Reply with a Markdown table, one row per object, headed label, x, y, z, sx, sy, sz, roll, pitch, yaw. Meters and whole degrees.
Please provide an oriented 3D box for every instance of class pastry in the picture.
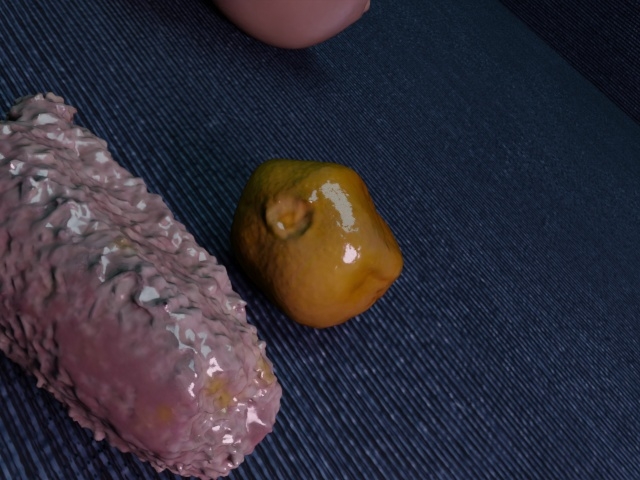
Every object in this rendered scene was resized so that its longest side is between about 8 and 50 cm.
| label | x | y | z | sx | sy | sz | roll | pitch | yaw |
| --- | --- | --- | --- | --- | --- | --- | --- | --- | --- |
| pastry | -0.130 | 0.011 | 0.380 | 0.265 | 0.103 | 0.112 | 45 | 13 | 25 |

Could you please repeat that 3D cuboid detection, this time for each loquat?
| label | x | y | z | sx | sy | sz | roll | pitch | yaw |
| --- | --- | --- | --- | --- | --- | --- | --- | --- | --- |
| loquat | 0.000 | 0.000 | 0.531 | 0.137 | 0.113 | 0.137 | 36 | 8 | -5 |

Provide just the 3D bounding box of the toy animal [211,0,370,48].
| label | x | y | z | sx | sy | sz | roll | pitch | yaw |
| --- | --- | --- | --- | --- | --- | --- | --- | --- | --- |
| toy animal | -0.067 | -0.403 | 0.814 | 0.345 | 0.277 | 0.246 | 18 | 52 | -33 |
